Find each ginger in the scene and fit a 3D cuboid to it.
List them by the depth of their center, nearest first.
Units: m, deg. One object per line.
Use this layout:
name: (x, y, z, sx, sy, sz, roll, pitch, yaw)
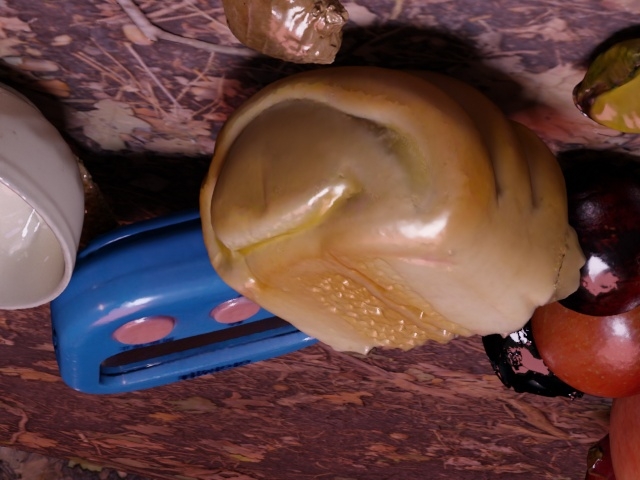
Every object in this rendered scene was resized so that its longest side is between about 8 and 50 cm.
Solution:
ginger: (-0.057, -0.190, 1.224, 0.165, 0.067, 0.096, 27, 157, -13)

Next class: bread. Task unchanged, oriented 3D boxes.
bread: (0.047, -0.046, 1.396, 0.315, 0.211, 0.270, -17, 140, 41)

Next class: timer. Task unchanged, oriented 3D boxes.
timer: (-0.117, 0.057, 1.677, 0.340, 0.115, 0.309, -13, 160, -13)

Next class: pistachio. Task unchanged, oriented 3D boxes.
pistachio: (0.274, -0.133, 1.258, 0.173, 0.049, 0.089, -8, 142, 43)

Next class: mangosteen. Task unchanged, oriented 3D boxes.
mangosteen: (0.273, -0.003, 1.503, 0.152, 0.153, 0.152, 7, 161, 3)

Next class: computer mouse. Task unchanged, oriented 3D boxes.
computer mouse: (0.294, 0.163, 2.067, 0.146, 0.078, 0.241, -7, 156, 42)

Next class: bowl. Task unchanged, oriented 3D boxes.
bowl: (-0.343, -0.066, 1.524, 0.277, 0.145, 0.277, 14, 146, 10)

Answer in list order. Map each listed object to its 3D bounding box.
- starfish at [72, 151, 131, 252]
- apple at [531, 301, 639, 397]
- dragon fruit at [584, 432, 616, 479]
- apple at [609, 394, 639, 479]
starfish: (-0.250, -0.022, 1.740, 0.327, 0.094, 0.375, 10, 156, 1)
apple: (0.312, 0.074, 1.651, 0.181, 0.181, 0.168, 18, 155, -26)
dragon fruit: (0.498, 0.352, 2.289, 0.250, 0.250, 0.315, 18, 161, -27)
apple: (0.510, 0.241, 1.816, 0.363, 0.364, 0.364, 7, 161, 3)
